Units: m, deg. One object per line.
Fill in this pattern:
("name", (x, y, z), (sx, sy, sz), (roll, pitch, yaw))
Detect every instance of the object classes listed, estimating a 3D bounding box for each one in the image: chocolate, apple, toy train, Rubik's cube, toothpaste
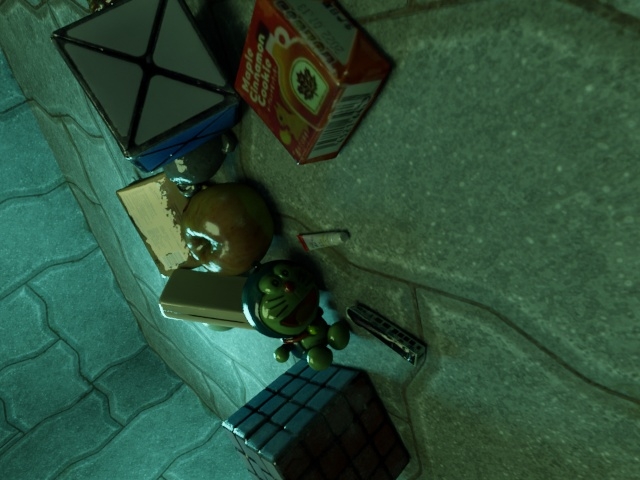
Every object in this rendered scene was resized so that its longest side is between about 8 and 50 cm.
("chocolate", (-0.032, -0.276, 0.762), (0.234, 0.108, 0.237), (52, 149, 8))
("apple", (-0.239, -0.030, 1.169), (0.261, 0.194, 0.260), (30, 140, 30))
("toy train", (0.142, 0.207, 1.024), (0.208, 0.047, 0.043), (30, 139, 35))
("Rubik's cube", (-0.332, -0.316, 0.920), (0.254, 0.259, 0.260), (59, 168, -9))
("toothpaste", (0.000, 0.000, 1.040), (0.190, 0.031, 0.048), (-9, 115, 58))
("Rubik's cube", (-0.017, 0.589, 1.296), (0.337, 0.344, 0.343), (-10, 110, 54))

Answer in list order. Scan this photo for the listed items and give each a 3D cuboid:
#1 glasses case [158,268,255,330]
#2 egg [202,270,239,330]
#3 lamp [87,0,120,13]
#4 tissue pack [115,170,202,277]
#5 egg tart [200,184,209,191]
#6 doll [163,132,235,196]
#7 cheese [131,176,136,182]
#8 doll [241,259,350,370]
("glasses case", (-0.285, 0.172, 1.311), (0.337, 0.144, 0.076), (8, 133, 4))
("egg", (-0.332, 0.197, 1.497), (0.187, 0.187, 0.253), (32, 144, 32))
("lamp", (-0.444, -0.573, 0.963), (0.215, 0.223, 0.151), (19, 152, 30))
("tissue pack", (-0.437, -0.077, 1.405), (0.239, 0.239, 0.305), (4, 123, 51))
("egg tart", (-0.309, -0.122, 1.317), (0.105, 0.039, 0.105), (33, 141, 31))
("doll", (-0.357, -0.301, 1.140), (0.246, 0.158, 0.340), (-36, 85, 23))
("cheese", (-0.673, -0.135, 1.769), (0.255, 0.050, 0.127), (60, 149, -4))
("doll", (-0.080, 0.181, 1.149), (0.186, 0.198, 0.321), (-10, 114, 53))
